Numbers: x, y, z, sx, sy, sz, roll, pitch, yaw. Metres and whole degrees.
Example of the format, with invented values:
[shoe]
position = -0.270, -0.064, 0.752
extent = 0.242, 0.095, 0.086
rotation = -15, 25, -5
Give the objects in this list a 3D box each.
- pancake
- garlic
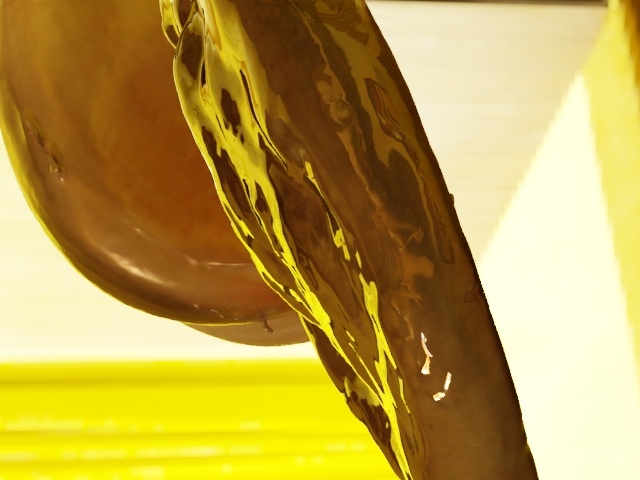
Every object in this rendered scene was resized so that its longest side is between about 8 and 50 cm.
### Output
[pancake]
position = 0.000, 0.000, 0.602
extent = 0.242, 0.050, 0.242
rotation = 157, -90, -84
[garlic]
position = -0.074, -0.054, 1.278
extent = 0.249, 0.313, 0.286
rotation = -63, 173, 21
